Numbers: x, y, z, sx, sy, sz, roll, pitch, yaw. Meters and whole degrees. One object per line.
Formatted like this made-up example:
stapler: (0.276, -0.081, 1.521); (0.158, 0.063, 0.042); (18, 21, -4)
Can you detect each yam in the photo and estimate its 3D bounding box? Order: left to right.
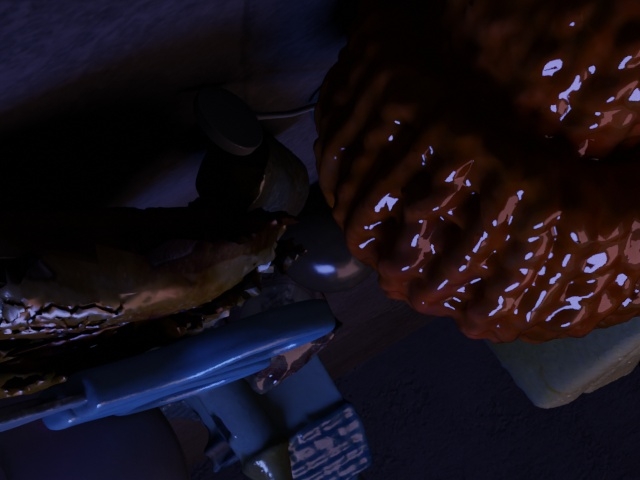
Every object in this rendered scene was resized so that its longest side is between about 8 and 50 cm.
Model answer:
yam: (-0.051, -0.045, 0.969); (0.069, 0.070, 0.146); (-34, 168, 8)

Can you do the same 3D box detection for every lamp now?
lamp: (-0.029, -0.079, 0.912); (0.056, 0.050, 0.198); (-40, 168, 30)

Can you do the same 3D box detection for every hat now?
hat: (0.144, -0.150, 0.780); (0.285, 0.285, 0.400); (-26, 141, -33)

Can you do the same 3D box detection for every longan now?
longan: (0.000, 0.000, 1.284); (0.119, 0.106, 0.106); (11, -165, 30)

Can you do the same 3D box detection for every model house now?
model house: (-0.053, 0.239, 1.594); (0.194, 0.325, 0.267); (-31, 170, -20)

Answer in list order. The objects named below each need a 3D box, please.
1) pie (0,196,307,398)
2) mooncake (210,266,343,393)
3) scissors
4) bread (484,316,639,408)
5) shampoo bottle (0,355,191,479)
pie: (-0.156, 0.034, 0.834); (0.308, 0.085, 0.308); (-15, 169, -3)
mooncake: (-0.051, 0.083, 1.434); (0.125, 0.130, 0.073); (-38, -153, -8)
scissors: (-0.182, 0.106, 0.832); (0.447, 0.029, 0.192); (-12, 168, -45)
bread: (0.307, 0.008, 1.639); (0.242, 0.346, 0.405); (-17, 156, -32)
shampoo bottle: (-0.253, 0.216, 1.017); (0.273, 0.273, 0.266); (-38, 164, 32)
